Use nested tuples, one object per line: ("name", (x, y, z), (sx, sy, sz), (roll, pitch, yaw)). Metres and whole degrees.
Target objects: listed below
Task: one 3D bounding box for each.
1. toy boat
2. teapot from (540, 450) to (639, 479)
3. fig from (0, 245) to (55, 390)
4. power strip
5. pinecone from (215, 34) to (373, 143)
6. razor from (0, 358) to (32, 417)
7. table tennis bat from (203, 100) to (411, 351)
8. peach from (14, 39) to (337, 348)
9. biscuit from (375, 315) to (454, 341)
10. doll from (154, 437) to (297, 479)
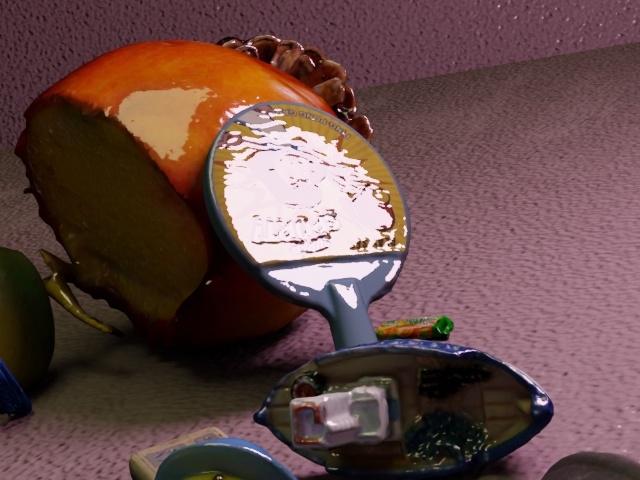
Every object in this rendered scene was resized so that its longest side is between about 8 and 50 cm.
("toy boat", (0.062, 0.140, 1.375), (0.262, 0.114, 0.115), (-5, 2, 15))
("teapot", (0.081, 0.237, 0.751), (0.239, 0.239, 0.322), (-33, 26, -21))
("fig", (-0.381, 0.095, 1.867), (0.181, 0.191, 0.181), (14, -10, 2))
("power strip", (-0.084, 0.212, 1.400), (0.092, 0.034, 0.268), (-17, 14, -18))
("pinecone", (-0.081, -0.119, 2.165), (0.298, 0.296, 0.242), (38, 48, 12))
("razor", (-0.468, 0.204, 1.757), (0.324, 0.093, 0.056), (-15, 49, 4))
("table tennis bat", (0.000, 0.000, 1.661), (0.215, 0.329, 0.044), (-4, -29, -28))
("peach", (-0.136, -0.057, 1.885), (0.310, 0.335, 0.406), (-23, 25, -36))
("biscuit", (0.095, 0.093, 1.758), (0.089, 0.016, 0.046), (-7, 15, 20))
("doll", (-0.131, 0.241, 1.151), (0.363, 0.145, 0.199), (-19, 55, -42))
